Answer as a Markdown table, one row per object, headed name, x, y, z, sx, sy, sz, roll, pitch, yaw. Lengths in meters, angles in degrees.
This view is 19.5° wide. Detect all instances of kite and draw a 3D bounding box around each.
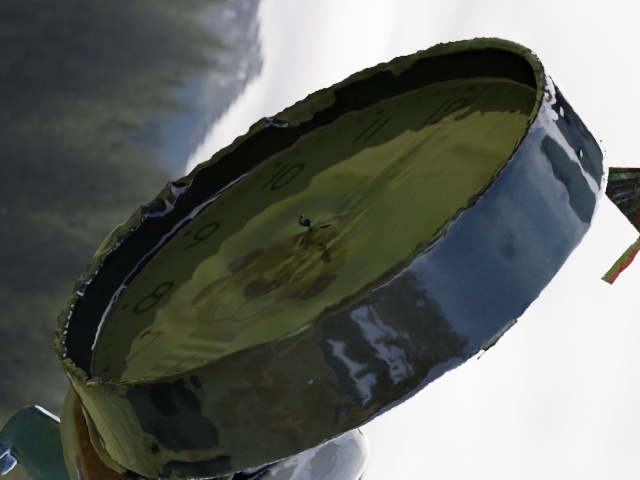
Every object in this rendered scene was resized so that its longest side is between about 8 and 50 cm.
| name | x | y | z | sx | sy | sz | roll | pitch | yaw |
| --- | --- | --- | --- | --- | --- | --- | --- | --- | --- |
| kite | 0.326 | -0.014 | 1.764 | 0.159 | 0.190 | 0.010 | -39 | -170 | 16 |

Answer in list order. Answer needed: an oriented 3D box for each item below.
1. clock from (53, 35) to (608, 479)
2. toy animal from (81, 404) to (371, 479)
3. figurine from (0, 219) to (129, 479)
| name | x | y | z | sx | sy | sz | roll | pitch | yaw |
| --- | --- | --- | --- | --- | --- | --- | --- | --- | --- |
| clock | 0.000 | 0.002 | 0.978 | 0.061 | 0.313 | 0.312 | 58 | 13 | -22 |
| toy animal | -0.060 | 0.159 | 1.339 | 0.165 | 0.187 | 0.235 | 0 | -61 | 50 |
| figurine | -0.105 | 0.179 | 1.566 | 0.243 | 0.416 | 0.298 | -17 | -168 | 43 |
